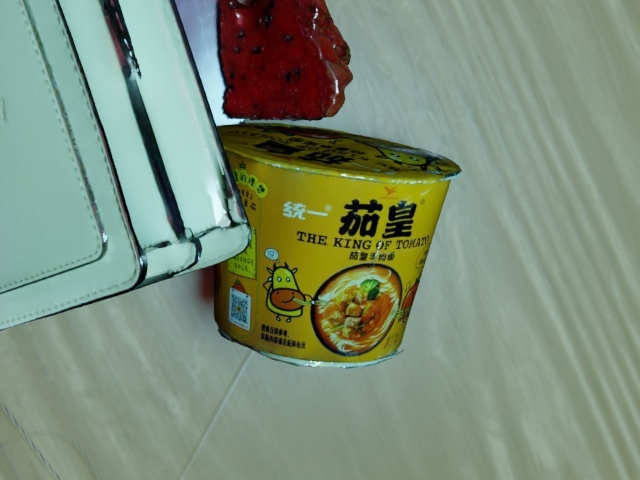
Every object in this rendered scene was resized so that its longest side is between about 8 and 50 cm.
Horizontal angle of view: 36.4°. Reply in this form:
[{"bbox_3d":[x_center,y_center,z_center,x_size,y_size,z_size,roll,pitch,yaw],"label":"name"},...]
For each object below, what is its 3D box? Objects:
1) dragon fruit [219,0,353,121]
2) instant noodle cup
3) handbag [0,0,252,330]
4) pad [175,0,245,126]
[{"bbox_3d":[-0.032,-0.199,0.872,0.122,0.092,0.192,-12,97,34],"label":"dragon fruit"},{"bbox_3d":[0.000,0.000,0.831,0.215,0.216,0.172,5,105,-11],"label":"instant noodle cup"},{"bbox_3d":[-0.224,-0.122,0.745,0.236,0.160,0.359,-16,93,29],"label":"handbag"},{"bbox_3d":[-0.199,-0.112,0.870,0.268,0.012,0.270,-9,98,-10],"label":"pad"}]
